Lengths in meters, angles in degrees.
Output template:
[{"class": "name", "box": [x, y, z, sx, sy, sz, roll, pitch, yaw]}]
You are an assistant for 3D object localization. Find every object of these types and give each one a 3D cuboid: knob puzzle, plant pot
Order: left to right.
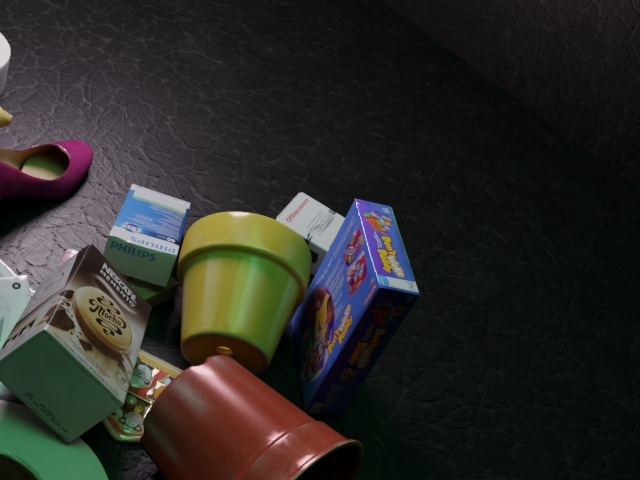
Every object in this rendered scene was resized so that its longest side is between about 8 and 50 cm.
[{"class": "knob puzzle", "box": [-0.304, 0.269, 1.403, 0.213, 0.030, 0.213, 17, 37, -14]}, {"class": "plant pot", "box": [-0.156, 0.113, 1.524, 0.254, 0.254, 0.239, 18, 51, -11]}, {"class": "plant pot", "box": [-0.120, 0.333, 1.262, 0.265, 0.272, 0.272, 37, 37, 27]}]

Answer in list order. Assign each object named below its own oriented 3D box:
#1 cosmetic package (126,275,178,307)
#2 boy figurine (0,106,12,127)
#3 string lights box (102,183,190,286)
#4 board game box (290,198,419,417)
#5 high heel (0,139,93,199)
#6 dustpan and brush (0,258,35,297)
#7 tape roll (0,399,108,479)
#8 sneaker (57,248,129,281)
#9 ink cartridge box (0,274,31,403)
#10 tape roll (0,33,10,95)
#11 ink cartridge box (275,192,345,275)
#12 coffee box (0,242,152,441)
[{"class": "cosmetic package", "box": [-0.338, 0.098, 1.581, 0.060, 0.041, 0.115, 39, 38, 17]}, {"class": "boy figurine", "box": [-0.708, -0.248, 1.642, 0.177, 0.092, 0.285, 2, 17, -32]}, {"class": "string lights box", "box": [-0.345, -0.016, 1.638, 0.133, 0.077, 0.260, 19, 23, -11]}, {"class": "board game box", "box": [0.051, 0.131, 1.522, 0.078, 0.347, 0.233, 12, 39, -20]}, {"class": "high heel", "box": [-0.576, -0.165, 1.638, 0.127, 0.181, 0.377, 31, 36, 6]}, {"class": "dustpan and brush", "box": [-0.616, 0.097, 1.391, 0.147, 0.060, 0.211, 38, 57, 16]}, {"class": "tape roll", "box": [-0.481, 0.389, 1.113, 0.392, 0.072, 0.392, 17, 38, -14]}, {"class": "sneaker", "box": [-0.436, 0.069, 1.551, 0.134, 0.051, 0.070, 22, 40, -5]}, {"class": "ink cartridge box", "box": [-0.567, 0.165, 1.300, 0.224, 0.045, 0.223, -7, 58, -25]}, {"class": "tape roll", "box": [-0.855, -0.414, 1.842, 0.286, 0.100, 0.286, 16, 38, -13]}, {"class": "ink cartridge box", "box": [0.000, 0.000, 1.871, 0.208, 0.087, 0.153, 32, 37, 6]}, {"class": "coffee box", "box": [-0.386, 0.152, 1.308, 0.168, 0.119, 0.297, 51, 13, -21]}]
